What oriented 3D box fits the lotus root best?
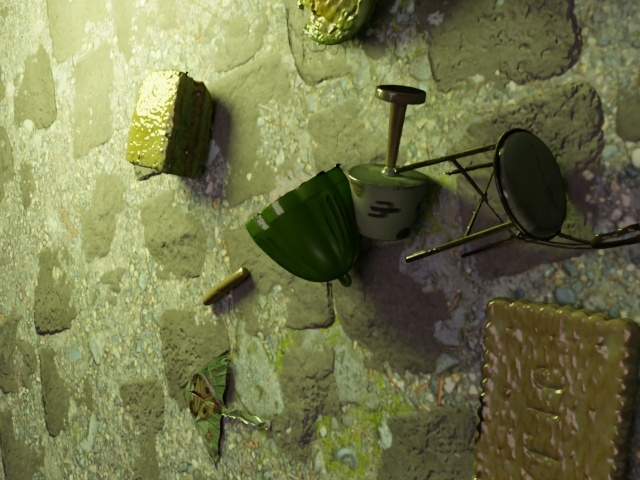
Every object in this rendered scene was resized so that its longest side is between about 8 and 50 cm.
[{"bbox_3d":[0.000,0.000,1.209,0.186,0.186,0.186,0,90,42],"label":"lotus root"}]

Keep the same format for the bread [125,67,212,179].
[{"bbox_3d":[-0.284,-0.224,1.493,0.138,0.102,0.196,14,97,39],"label":"bread"}]

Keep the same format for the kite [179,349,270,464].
[{"bbox_3d":[-0.183,0.315,1.460,0.250,0.012,0.229,12,101,41],"label":"kite"}]

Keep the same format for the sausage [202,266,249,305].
[{"bbox_3d":[-0.179,0.087,1.449,0.132,0.024,0.024,-36,67,35],"label":"sausage"}]

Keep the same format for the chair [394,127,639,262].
[{"bbox_3d":[0.262,-0.057,0.964,0.326,0.160,0.170,-16,80,46],"label":"chair"}]

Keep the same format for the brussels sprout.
[{"bbox_3d":[0.031,-0.379,1.213,0.181,0.100,0.139,-21,86,39],"label":"brussels sprout"}]

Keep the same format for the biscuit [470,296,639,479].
[{"bbox_3d":[0.294,0.243,1.002,0.217,0.044,0.324,6,94,43],"label":"biscuit"}]

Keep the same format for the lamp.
[{"bbox_3d":[0.101,-0.111,1.124,0.121,0.121,0.214,25,118,40],"label":"lamp"}]
